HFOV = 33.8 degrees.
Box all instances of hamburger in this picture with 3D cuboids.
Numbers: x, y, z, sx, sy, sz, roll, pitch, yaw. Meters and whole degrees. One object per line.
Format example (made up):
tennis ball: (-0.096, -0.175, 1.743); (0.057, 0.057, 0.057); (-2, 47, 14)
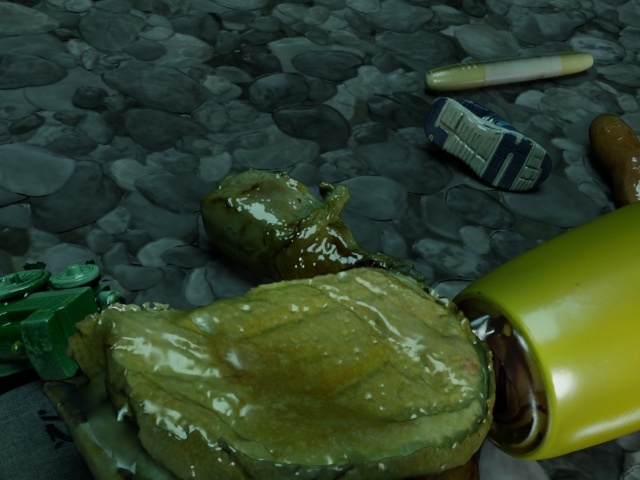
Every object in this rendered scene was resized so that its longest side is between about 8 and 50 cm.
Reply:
hamburger: (-0.004, 0.129, 0.669); (0.308, 0.132, 0.211); (-5, 44, -33)

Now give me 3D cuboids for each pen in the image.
pen: (0.225, -0.204, 1.259); (0.233, 0.032, 0.040); (-10, 21, -23)

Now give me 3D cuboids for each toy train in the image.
toy train: (-0.234, 0.066, 0.791); (0.178, 0.071, 0.104); (-6, 20, 24)

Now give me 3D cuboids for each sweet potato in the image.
sweet potato: (0.327, -0.068, 1.109); (0.056, 0.056, 0.195); (1, 47, -10)

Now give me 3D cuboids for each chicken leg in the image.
chicken leg: (0.000, 0.000, 0.940); (0.227, 0.088, 0.103); (19, 29, 16)

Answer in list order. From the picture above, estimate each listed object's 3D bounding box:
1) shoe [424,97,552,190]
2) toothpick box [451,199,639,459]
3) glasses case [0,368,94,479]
shoe: (0.181, -0.104, 1.118); (0.143, 0.064, 0.071); (32, 27, 17)
toothpick box: (0.234, 0.068, 0.843); (0.271, 0.175, 0.175); (-18, 48, -24)
glasses case: (-0.123, 0.217, 0.677); (0.131, 0.074, 0.323); (-14, 45, -27)
